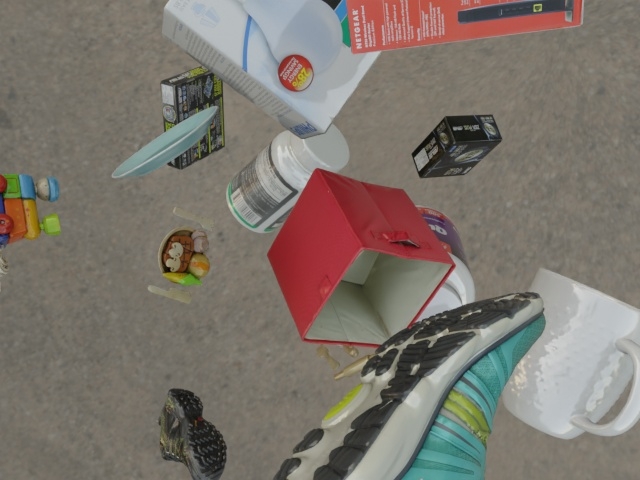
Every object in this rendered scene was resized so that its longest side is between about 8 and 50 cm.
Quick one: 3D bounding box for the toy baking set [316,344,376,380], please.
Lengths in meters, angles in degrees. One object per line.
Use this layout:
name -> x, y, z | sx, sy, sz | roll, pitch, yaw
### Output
toy baking set -> 0.089, 0.284, 1.836 | 0.256, 0.197, 0.030 | -37, 117, 24

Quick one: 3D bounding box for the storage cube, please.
storage cube -> 0.053, 0.032, 1.063 | 0.215, 0.183, 0.193 | -59, 38, 30

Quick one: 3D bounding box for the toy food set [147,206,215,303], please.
toy food set -> -0.282, 0.033, 1.445 | 0.038, 0.132, 0.192 | 9, 80, 41

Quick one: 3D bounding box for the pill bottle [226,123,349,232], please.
pill bottle -> -0.095, -0.186, 1.954 | 0.361, 0.204, 0.204 | -36, 93, 40

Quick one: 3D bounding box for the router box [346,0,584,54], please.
router box -> 0.191, -0.376, 1.012 | 0.301, 0.335, 0.082 | -6, 120, 6

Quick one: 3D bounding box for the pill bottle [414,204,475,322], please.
pill bottle -> 0.187, 0.065, 1.276 | 0.181, 0.323, 0.181 | 1, 113, 3

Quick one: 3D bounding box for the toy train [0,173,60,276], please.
toy train -> -0.600, -0.020, 1.400 | 0.105, 0.143, 0.248 | -36, 66, 55

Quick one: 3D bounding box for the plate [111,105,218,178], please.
plate -> -0.226, -0.140, 1.019 | 0.188, 0.188, 0.024 | -23, 113, 24

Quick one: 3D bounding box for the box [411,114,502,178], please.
box -> 0.339, -0.234, 1.722 | 0.180, 0.147, 0.077 | -49, 53, 57

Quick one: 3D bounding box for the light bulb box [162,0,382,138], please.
light bulb box -> -0.055, -0.444, 1.322 | 0.361, 0.225, 0.358 | 35, 87, -14

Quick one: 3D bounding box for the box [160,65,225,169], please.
box -> -0.382, -0.376, 2.077 | 0.060, 0.216, 0.270 | 20, 126, 25

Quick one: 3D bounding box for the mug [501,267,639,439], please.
mug -> 0.575, 0.277, 1.513 | 0.276, 0.374, 0.328 | 20, 97, -21

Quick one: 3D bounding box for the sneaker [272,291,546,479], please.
sneaker -> 0.076, 0.132, 0.480 | 0.110, 0.275, 0.107 | 56, 147, -10

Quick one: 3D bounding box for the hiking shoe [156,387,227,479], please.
hiking shoe -> -0.253, 0.396, 1.317 | 0.114, 0.086, 0.227 | -60, 39, 20
